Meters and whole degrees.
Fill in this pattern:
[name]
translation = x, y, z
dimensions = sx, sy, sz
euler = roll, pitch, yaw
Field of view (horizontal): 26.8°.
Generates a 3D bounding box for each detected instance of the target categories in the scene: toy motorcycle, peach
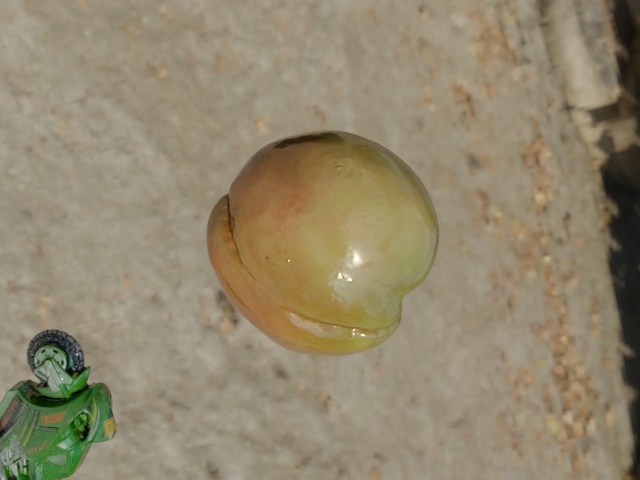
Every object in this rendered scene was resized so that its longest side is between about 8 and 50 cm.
[toy motorcycle]
translation = -0.240, 0.171, 1.177
dimensions = 0.106, 0.190, 0.074
euler = 31, 17, 3
[peach]
translation = 0.000, 0.000, 1.069
dimensions = 0.184, 0.184, 0.184
euler = 29, 55, -51
